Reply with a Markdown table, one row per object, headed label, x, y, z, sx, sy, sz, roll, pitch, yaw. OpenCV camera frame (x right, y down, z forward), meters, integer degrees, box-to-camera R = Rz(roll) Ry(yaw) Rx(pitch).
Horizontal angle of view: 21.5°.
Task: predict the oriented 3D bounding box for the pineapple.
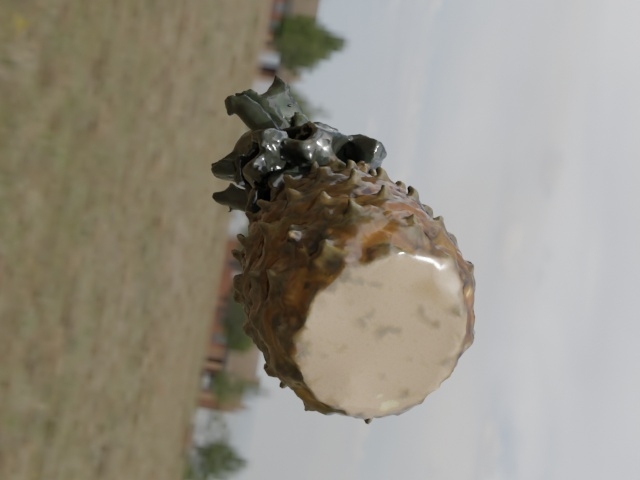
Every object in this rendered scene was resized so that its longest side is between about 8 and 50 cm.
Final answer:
| label | x | y | z | sx | sy | sz | roll | pitch | yaw |
| --- | --- | --- | --- | --- | --- | --- | --- | --- | --- |
| pineapple | 0.000 | 0.000 | 1.100 | 0.170 | 0.141 | 0.310 | 53 | 2 | -29 |
